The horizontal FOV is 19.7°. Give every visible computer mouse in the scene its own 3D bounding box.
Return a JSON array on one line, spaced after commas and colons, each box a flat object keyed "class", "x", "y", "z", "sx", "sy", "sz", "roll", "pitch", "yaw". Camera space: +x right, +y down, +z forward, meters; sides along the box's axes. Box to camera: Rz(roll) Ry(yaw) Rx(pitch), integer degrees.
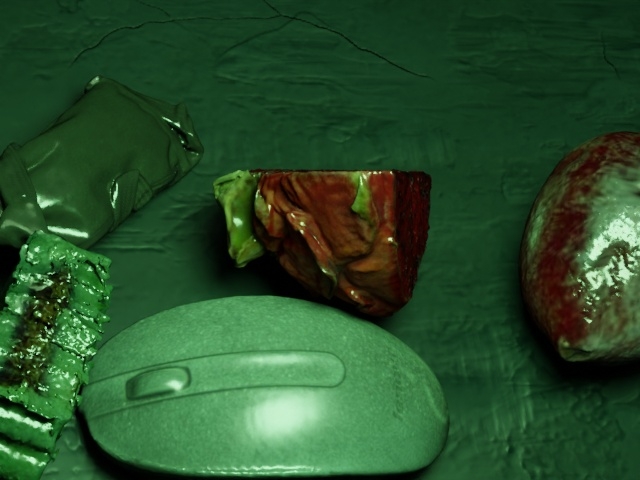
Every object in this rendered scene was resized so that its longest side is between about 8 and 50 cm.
[{"class": "computer mouse", "x": -0.046, "y": 0.149, "z": 1.807, "sx": 0.374, "sy": 0.114, "sz": 0.203, "roll": 1, "pitch": 60, "yaw": -16}]

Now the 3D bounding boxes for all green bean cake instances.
[{"class": "green bean cake", "x": -0.262, "y": 0.111, "z": 1.681, "sx": 0.107, "sy": 0.193, "sz": 0.208, "roll": 25, "pitch": 13, "yaw": -9}]

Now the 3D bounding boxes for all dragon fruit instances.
[{"class": "dragon fruit", "x": 0.000, "y": 0.000, "z": 1.884, "sx": 0.205, "sy": 0.317, "sz": 0.152, "roll": 2, "pitch": 93, "yaw": 11}]

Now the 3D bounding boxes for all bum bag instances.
[{"class": "bum bag", "x": -0.243, "y": -0.074, "z": 1.884, "sx": 0.142, "sy": 0.080, "sz": 0.326, "roll": 44, "pitch": 39, "yaw": 3}]

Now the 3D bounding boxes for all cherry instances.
[{"class": "cherry", "x": 0.323, "y": 0.014, "z": 1.951, "sx": 0.230, "sy": 0.203, "sz": 0.300, "roll": 39, "pitch": 64, "yaw": 0}]
